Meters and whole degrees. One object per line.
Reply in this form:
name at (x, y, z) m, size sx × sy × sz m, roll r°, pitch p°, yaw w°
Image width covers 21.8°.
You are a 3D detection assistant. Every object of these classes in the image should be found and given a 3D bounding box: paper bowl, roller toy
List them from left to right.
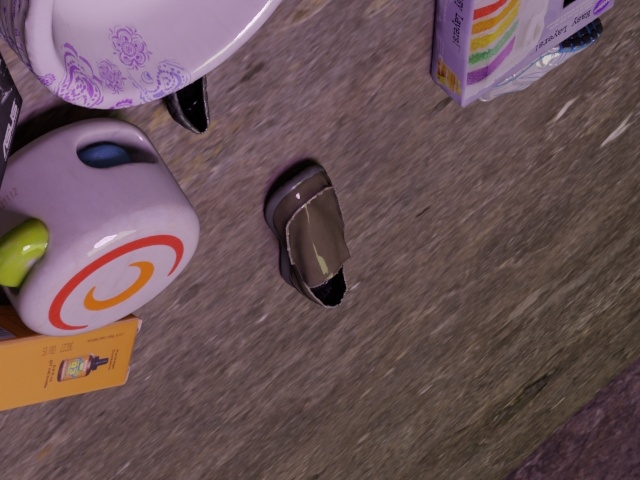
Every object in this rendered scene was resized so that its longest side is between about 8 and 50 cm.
roller toy at (-0.224, -0.016, 1.570) m, size 0.191 × 0.146 × 0.209 m, roll -31°, pitch 159°, yaw -7°
paper bowl at (-0.148, -0.254, 1.319) m, size 0.284 × 0.148 × 0.284 m, roll -34°, pitch 153°, yaw -21°

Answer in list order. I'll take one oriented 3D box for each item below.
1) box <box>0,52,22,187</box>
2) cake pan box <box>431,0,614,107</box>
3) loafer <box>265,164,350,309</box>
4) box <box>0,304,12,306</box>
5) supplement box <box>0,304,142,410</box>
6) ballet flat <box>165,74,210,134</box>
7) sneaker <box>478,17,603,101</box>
box at (-0.307, -0.069, 1.317) m, size 0.183 × 0.056 × 0.231 m, roll 81°, pitch 15°, yaw -60°
cake pan box at (0.246, -0.307, 1.907) m, size 0.267 × 0.070 × 0.246 m, roll -34°, pitch 155°, yaw -21°
loafer at (0.000, 0.000, 1.982) m, size 0.094 × 0.087 × 0.251 m, roll -37°, pitch 154°, yaw -13°
box at (-0.382, 0.115, 1.639) m, size 0.232 × 0.058 × 0.087 m, roll -3°, pitch 132°, yaw -53°
supplement box at (-0.284, 0.110, 1.630) m, size 0.233 × 0.080 × 0.078 m, roll -6°, pitch 117°, yaw -52°
ballet flat at (-0.126, -0.168, 1.593) m, size 0.057 × 0.049 × 0.173 m, roll -36°, pitch 153°, yaw -18°
sneaker at (0.262, -0.229, 2.055) m, size 0.190 × 0.071 × 0.083 m, roll -25°, pitch 156°, yaw -17°
